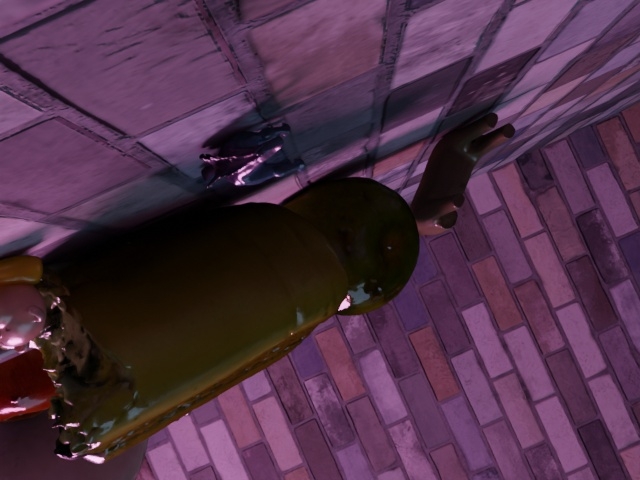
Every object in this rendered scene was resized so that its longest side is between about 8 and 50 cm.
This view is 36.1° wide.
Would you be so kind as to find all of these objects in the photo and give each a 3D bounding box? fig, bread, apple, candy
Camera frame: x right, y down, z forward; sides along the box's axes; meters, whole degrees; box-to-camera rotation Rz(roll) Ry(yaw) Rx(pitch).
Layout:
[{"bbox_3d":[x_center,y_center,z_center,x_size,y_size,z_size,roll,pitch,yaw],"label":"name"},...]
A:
[{"bbox_3d":[0.000,0.000,1.445,0.275,0.206,0.206,8,-159,43],"label":"fig"},{"bbox_3d":[-0.157,0.085,1.093,0.376,0.208,0.251,-23,170,-34],"label":"bread"},{"bbox_3d":[-0.448,0.195,1.429,0.163,0.139,0.163,-24,179,0],"label":"apple"},{"bbox_3d":[-0.466,0.312,1.556,0.427,0.386,0.186,-44,165,-39],"label":"candy"}]

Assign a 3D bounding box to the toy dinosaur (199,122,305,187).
[{"bbox_3d":[-0.058,-0.065,0.790,0.080,0.045,0.197,-20,-175,-18],"label":"toy dinosaur"}]

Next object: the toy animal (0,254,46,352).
[{"bbox_3d":[-0.294,0.067,0.891,0.091,0.082,0.114,-21,177,-35],"label":"toy animal"}]

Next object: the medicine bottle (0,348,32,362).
[{"bbox_3d":[-0.411,0.127,1.298,0.199,0.058,0.057,-23,177,-11],"label":"medicine bottle"}]

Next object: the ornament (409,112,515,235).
[{"bbox_3d":[0.177,-0.063,1.499,0.230,0.061,0.245,-66,-165,-19],"label":"ornament"}]

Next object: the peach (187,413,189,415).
[{"bbox_3d":[-0.309,0.194,1.911,0.361,0.257,0.201,-37,-156,31],"label":"peach"}]
